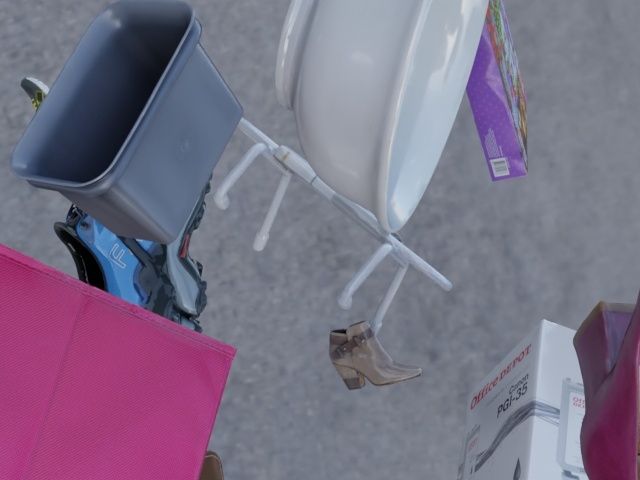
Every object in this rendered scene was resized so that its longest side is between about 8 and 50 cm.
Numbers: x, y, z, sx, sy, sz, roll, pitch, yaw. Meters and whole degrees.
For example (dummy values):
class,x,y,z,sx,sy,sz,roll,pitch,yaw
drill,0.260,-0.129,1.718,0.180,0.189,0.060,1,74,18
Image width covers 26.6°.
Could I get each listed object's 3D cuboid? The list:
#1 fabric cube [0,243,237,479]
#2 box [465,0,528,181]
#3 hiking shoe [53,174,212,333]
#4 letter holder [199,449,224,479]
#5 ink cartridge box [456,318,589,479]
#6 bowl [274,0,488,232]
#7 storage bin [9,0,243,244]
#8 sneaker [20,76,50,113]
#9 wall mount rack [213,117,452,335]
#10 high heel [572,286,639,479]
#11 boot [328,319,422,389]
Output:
class,x,y,z,sx,sy,sz,roll,pitch,yaw
fabric cube,-0.253,0.162,0.948,0.259,0.254,0.258,27,65,-29
box,0.240,-0.260,1.926,0.201,0.057,0.293,-82,157,-47
hiking shoe,-0.178,-0.035,1.254,0.132,0.113,0.304,2,80,-28
letter holder,-0.197,0.334,1.325,0.302,0.152,0.214,-18,100,-76
ink cartridge box,0.237,0.262,1.493,0.117,0.207,0.283,20,53,-10
bowl,0.047,-0.166,1.180,0.298,0.134,0.298,19,90,-77
storage bin,-0.114,-0.066,0.829,0.091,0.098,0.135,51,58,-46
sneaker,-0.286,-0.135,1.405,0.035,0.031,0.083,-43,84,-15
wall mount rack,0.000,0.000,1.716,0.350,0.130,0.304,39,-1,14
high heel,0.276,0.065,0.921,0.377,0.127,0.181,103,-17,-56
boot,0.068,0.147,1.778,0.042,0.118,0.087,-33,110,-75
